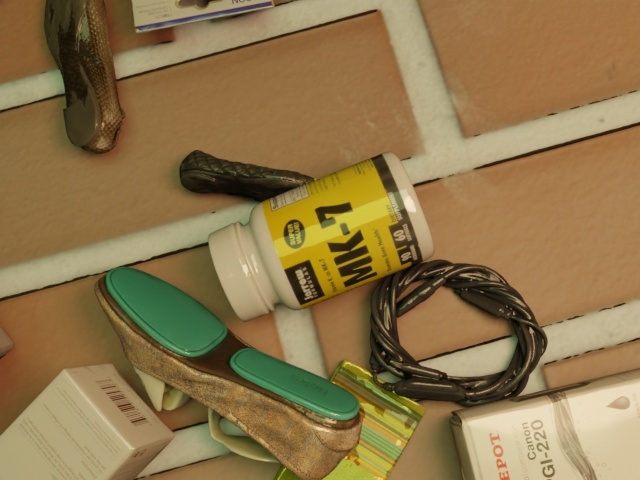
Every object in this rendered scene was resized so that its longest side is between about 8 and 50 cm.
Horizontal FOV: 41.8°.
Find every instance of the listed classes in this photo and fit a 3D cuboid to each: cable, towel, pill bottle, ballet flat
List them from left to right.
[{"bbox_3d":[-0.265,-0.212,0.964,0.084,0.058,0.250,-28,67,32],"label":"ballet flat"},{"bbox_3d":[-0.111,0.141,0.836,0.316,0.107,0.106,29,112,20],"label":"ballet flat"},{"bbox_3d":[-0.069,-0.070,0.914,0.173,0.057,0.049,10,55,2],"label":"ballet flat"},{"bbox_3d":[0.000,0.000,0.856,0.208,0.119,0.119,-22,76,2],"label":"pill bottle"},{"bbox_3d":[0.008,0.246,0.847,0.102,0.021,0.237,29,79,10],"label":"towel"},{"bbox_3d":[0.142,0.094,0.871,0.184,0.047,0.151,3,68,1],"label":"cable"}]

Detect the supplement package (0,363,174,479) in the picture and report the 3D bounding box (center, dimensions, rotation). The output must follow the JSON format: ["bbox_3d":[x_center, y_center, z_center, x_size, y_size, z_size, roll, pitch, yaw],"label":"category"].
[{"bbox_3d":[-0.250,0.219,0.807,0.179,0.105,0.105,-46,78,4],"label":"supplement package"}]

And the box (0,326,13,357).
[{"bbox_3d":[-0.422,0.121,0.808,0.182,0.181,0.119,-39,93,-7],"label":"box"}]

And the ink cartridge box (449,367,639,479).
[{"bbox_3d":[0.248,0.219,0.798,0.217,0.092,0.159,-13,83,1],"label":"ink cartridge box"}]

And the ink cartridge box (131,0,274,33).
[{"bbox_3d":[-0.155,-0.392,0.995,0.165,0.065,0.333,-9,74,0],"label":"ink cartridge box"}]
